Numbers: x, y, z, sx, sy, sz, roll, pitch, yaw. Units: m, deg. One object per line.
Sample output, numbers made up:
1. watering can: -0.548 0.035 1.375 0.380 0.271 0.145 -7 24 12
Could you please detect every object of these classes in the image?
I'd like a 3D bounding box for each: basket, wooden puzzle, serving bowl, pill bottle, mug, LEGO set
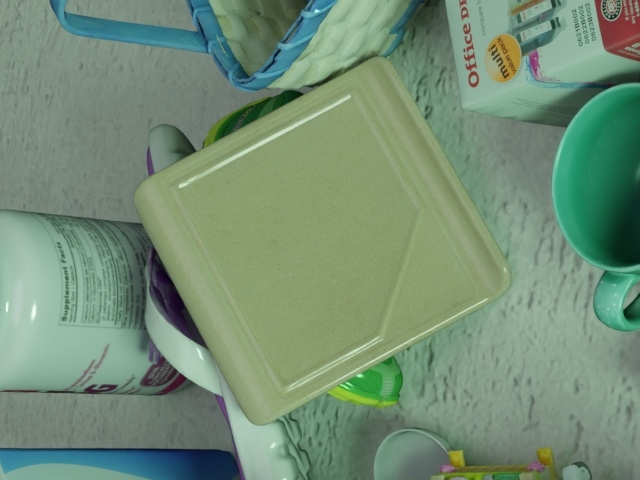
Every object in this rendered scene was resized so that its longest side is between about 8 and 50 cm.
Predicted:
1. basket: -0.045 -0.243 1.454 0.255 0.289 0.201 -52 52 28
2. wooden puzzle: 0.000 0.000 1.456 0.238 0.044 0.221 -29 77 1
3. serving bowl: 0.083 0.186 1.453 0.083 0.027 0.083 10 107 37
4. pill bottle: -0.243 0.056 1.634 0.160 0.283 0.160 -7 80 47
5. mug: 0.233 -0.030 1.275 0.158 0.097 0.129 -54 51 29
6. LEGO set: 0.085 0.239 1.375 0.287 0.107 0.132 -36 77 38

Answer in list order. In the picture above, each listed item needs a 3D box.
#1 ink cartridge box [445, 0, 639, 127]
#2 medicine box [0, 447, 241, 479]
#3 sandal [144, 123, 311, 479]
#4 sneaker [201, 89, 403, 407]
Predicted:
1. ink cartridge box: 0.194 -0.168 1.311 0.176 0.127 0.128 -21 71 45
2. medicine box: -0.163 0.330 1.532 0.149 0.263 0.289 -45 56 33
3. sandal: -0.101 0.087 1.553 0.102 0.169 0.416 -21 67 4
4. sneaker: -0.006 0.002 1.514 0.123 0.109 0.295 -38 66 30
